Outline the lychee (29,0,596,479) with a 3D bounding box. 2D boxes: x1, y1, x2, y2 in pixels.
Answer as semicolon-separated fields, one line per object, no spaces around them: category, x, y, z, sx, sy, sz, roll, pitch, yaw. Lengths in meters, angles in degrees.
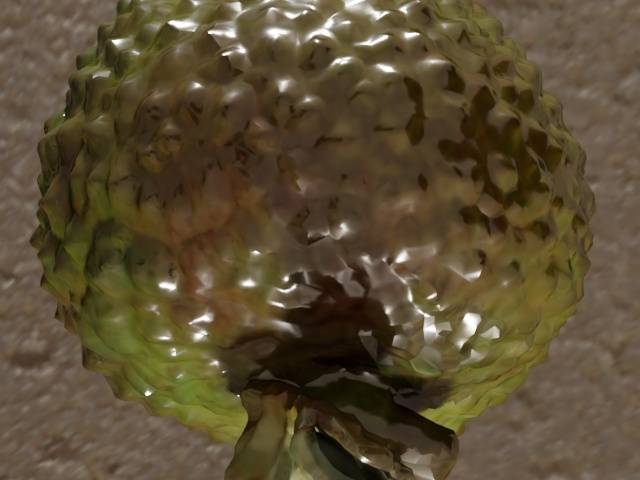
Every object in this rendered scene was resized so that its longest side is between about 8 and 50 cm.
lychee;-0.001;-0.010;0.938;0.270;0.270;0.320;-9;74;-29
